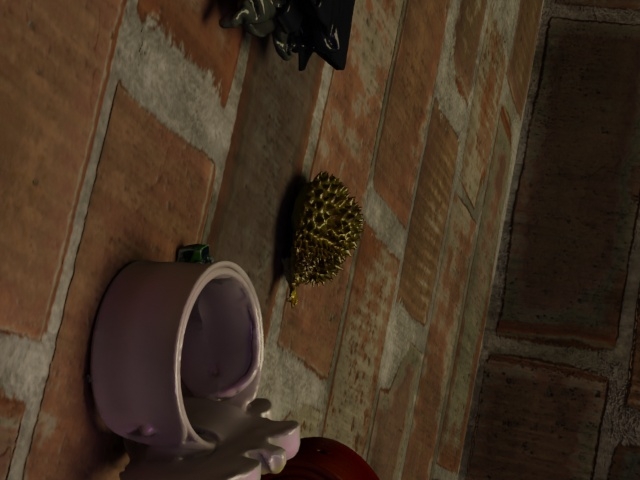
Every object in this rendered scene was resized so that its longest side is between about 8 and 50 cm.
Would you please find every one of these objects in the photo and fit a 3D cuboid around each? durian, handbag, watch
[{"bbox_3d":[0.000,0.000,2.067,0.146,0.102,0.208,83,25,-58],"label":"durian"},{"bbox_3d":[-0.034,-0.341,1.751,0.325,0.118,0.269,53,41,-67],"label":"handbag"},{"bbox_3d":[-0.131,0.141,1.548,0.244,0.196,0.231,-41,130,-61],"label":"watch"}]

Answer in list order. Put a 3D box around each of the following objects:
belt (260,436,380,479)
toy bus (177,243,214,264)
[{"bbox_3d":[-0.019,0.425,1.980,0.115,0.227,0.323,-22,114,-69],"label":"belt"},{"bbox_3d":[-0.143,0.045,1.707,0.031,0.037,0.083,-35,130,-67],"label":"toy bus"}]
